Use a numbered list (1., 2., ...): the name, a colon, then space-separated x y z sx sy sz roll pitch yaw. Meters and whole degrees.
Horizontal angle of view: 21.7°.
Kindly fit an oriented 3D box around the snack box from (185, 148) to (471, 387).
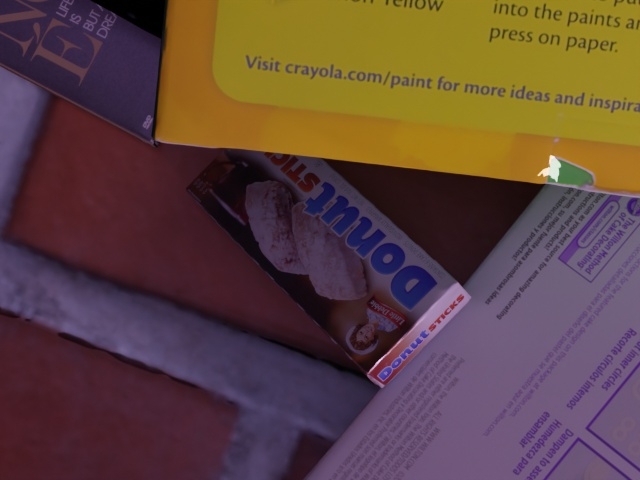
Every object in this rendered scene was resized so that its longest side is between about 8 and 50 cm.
1. snack box: 0.000 0.000 0.863 0.064 0.022 0.178 -45 49 -1

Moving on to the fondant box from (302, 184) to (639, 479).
1. fondant box: 0.184 0.143 0.790 0.330 0.096 0.238 39 88 27

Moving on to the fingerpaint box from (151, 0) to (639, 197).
1. fingerpaint box: 0.166 -0.214 0.747 0.445 0.163 0.371 6 111 -3

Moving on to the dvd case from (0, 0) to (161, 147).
1. dvd case: -0.150 -0.175 0.948 0.221 0.018 0.164 28 86 9

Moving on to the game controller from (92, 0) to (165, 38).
1. game controller: -0.044 -0.257 0.852 0.166 0.067 0.319 32 113 8
